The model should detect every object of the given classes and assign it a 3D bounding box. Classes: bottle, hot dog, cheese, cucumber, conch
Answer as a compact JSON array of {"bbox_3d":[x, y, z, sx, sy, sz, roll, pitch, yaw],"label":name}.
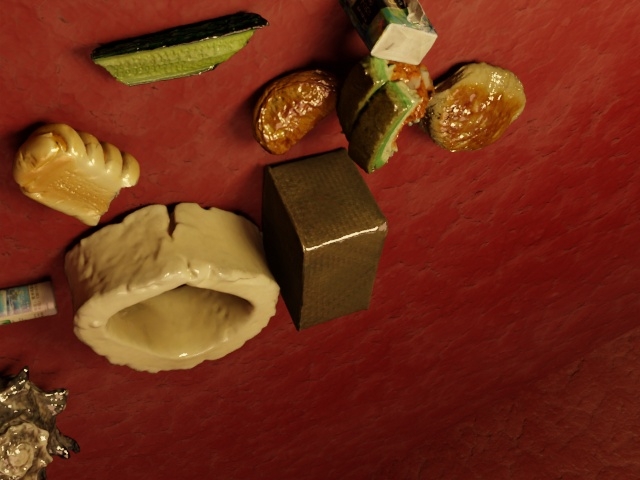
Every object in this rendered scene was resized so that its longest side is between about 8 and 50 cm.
[{"bbox_3d":[-0.537,0.113,1.249,0.217,0.060,0.060,-12,146,-18],"label":"bottle"},{"bbox_3d":[-0.034,-0.188,1.112,0.147,0.065,0.099,-43,144,9],"label":"hot dog"},{"bbox_3d":[-0.244,0.076,1.290,0.292,0.153,0.332,-38,146,23],"label":"cheese"},{"bbox_3d":[-0.172,-0.238,0.975,0.220,0.046,0.070,-14,149,-11],"label":"cucumber"},{"bbox_3d":[-0.571,0.370,1.447,0.186,0.240,0.313,-10,161,5],"label":"conch"}]

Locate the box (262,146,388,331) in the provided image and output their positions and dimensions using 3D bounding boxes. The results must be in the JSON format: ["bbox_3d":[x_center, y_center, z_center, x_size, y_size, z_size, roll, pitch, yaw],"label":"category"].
[{"bbox_3d":[-0.002,0.001,1.300,0.143,0.184,0.273,-17,148,-16],"label":"box"}]

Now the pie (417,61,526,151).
[{"bbox_3d":[0.242,-0.208,1.243,0.193,0.079,0.163,4,136,-36],"label":"pie"}]

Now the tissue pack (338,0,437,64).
[{"bbox_3d":[0.091,-0.292,0.992,0.085,0.111,0.079,2,139,-35],"label":"tissue pack"}]

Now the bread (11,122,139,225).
[{"bbox_3d":[-0.328,-0.093,1.052,0.119,0.084,0.177,-36,145,17],"label":"bread"}]

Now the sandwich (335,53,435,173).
[{"bbox_3d":[0.103,-0.192,1.079,0.160,0.109,0.185,-32,170,-22],"label":"sandwich"}]
